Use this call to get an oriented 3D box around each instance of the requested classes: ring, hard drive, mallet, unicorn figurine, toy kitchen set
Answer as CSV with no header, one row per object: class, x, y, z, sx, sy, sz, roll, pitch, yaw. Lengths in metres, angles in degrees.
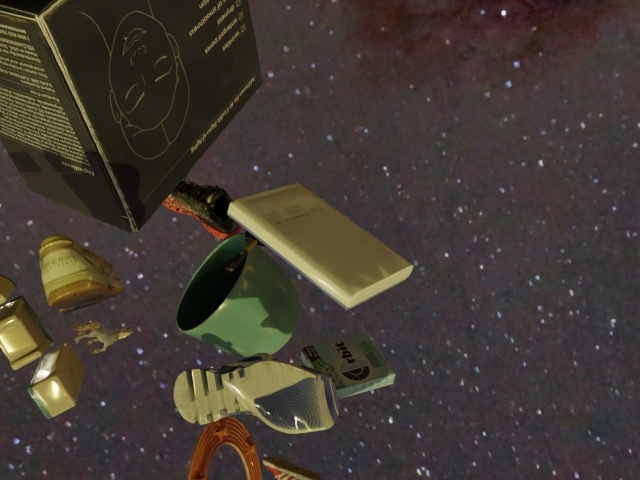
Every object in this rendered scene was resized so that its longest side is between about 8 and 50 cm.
ring,-0.186,0.541,1.491,0.032,0.337,0.337,-11,-142,19
hard drive,0.000,0.000,1.385,0.318,0.040,0.210,37,-146,25
mallet,-0.179,0.021,1.623,0.062,0.039,0.189,16,-150,19
unicorn figurine,-0.570,0.249,1.855,0.111,0.162,0.060,-26,-110,5
toy kitchen set,-0.451,0.155,0.956,0.166,0.207,0.122,-28,-163,-4

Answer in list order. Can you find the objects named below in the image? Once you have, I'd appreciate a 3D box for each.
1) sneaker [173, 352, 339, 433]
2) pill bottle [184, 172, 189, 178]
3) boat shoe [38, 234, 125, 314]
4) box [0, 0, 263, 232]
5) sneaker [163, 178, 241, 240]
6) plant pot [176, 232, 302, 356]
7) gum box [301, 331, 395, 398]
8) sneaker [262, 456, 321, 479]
sneaker,-0.096,0.264,1.312,0.315,0.128,0.182,-4,-177,29
pill bottle,-0.466,-0.219,2.091,0.130,0.130,0.245,-47,-163,-26
boat shoe,-0.358,0.051,1.056,0.104,0.089,0.285,-21,177,-16
box,-0.370,-0.364,1.297,0.297,0.472,0.480,19,-124,21
sneaker,-0.323,-0.110,1.873,0.098,0.276,0.135,-61,-174,-32
plant pot,-0.192,0.167,1.833,0.293,0.235,0.293,-38,-151,26
gum box,0.067,0.311,1.755,0.184,0.041,0.157,-10,-139,-25
sneaker,-0.063,0.463,1.353,0.118,0.067,0.042,18,-172,16
